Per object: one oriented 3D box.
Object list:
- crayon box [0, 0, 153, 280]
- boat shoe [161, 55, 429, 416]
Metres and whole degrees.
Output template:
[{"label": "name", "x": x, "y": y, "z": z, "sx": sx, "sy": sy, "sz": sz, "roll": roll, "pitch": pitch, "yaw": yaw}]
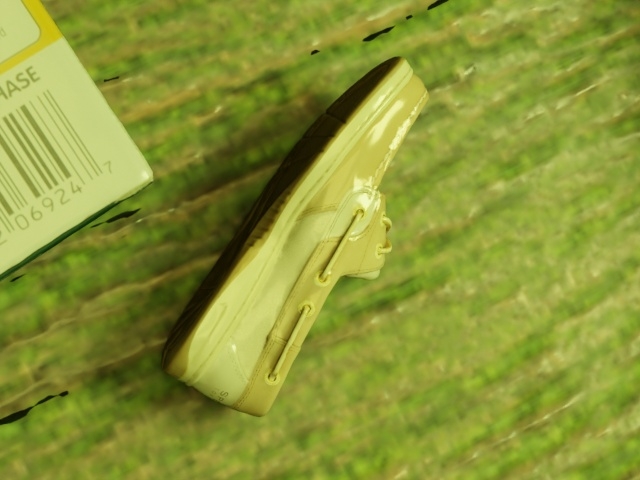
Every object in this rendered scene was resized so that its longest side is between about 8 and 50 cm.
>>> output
[{"label": "crayon box", "x": -0.240, "y": -0.101, "z": 0.692, "sx": 0.203, "sy": 0.083, "sz": 0.323, "roll": -34, "pitch": 95, "yaw": -16}, {"label": "boat shoe", "x": 0.000, "y": 0.000, "z": 0.764, "sx": 0.059, "sy": 0.063, "sz": 0.170, "roll": 36, "pitch": 86, "yaw": -12}]
